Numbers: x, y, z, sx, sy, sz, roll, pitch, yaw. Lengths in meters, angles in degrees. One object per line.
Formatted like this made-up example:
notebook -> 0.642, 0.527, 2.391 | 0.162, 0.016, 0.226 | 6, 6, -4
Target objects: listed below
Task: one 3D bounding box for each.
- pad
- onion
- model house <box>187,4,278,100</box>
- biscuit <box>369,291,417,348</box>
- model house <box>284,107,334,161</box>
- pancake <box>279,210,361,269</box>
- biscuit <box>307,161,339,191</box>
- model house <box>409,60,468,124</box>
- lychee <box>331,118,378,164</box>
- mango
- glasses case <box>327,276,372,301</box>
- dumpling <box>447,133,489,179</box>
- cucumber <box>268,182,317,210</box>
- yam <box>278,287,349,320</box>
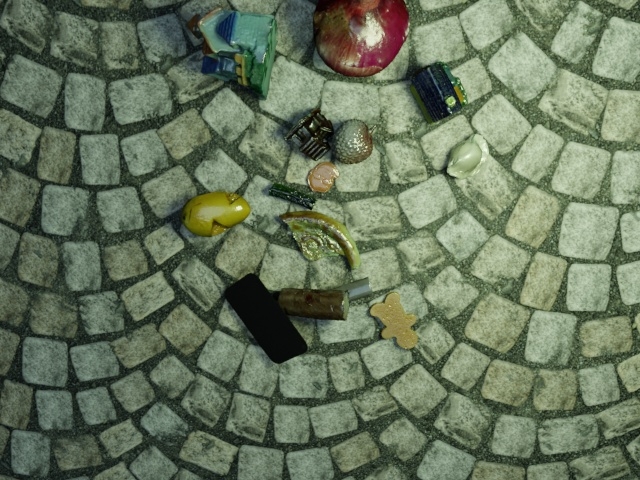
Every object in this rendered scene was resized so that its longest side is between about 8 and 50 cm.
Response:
pad -> -0.225, 0.314, 1.954 | 0.315, 0.063, 0.375 | -33, 93, 40
onion -> 0.141, -0.738, 1.624 | 0.348, 0.385, 0.348 | 0, 85, -5
model house -> -0.327, -0.671, 1.701 | 0.329, 0.295, 0.251 | 15, 96, -2
biscuit -> 0.306, 0.328, 1.968 | 0.158, 0.035, 0.240 | -30, 96, 10
model house -> -0.022, -0.389, 1.827 | 0.165, 0.106, 0.152 | -42, 93, 13
pancake -> 0.000, 0.000, 1.920 | 0.376, 0.054, 0.197 | 28, 101, -1
biscuit -> 0.009, -0.244, 1.895 | 0.102, 0.019, 0.130 | 44, 100, -3
model house -> 0.426, -0.534, 1.728 | 0.170, 0.211, 0.194 | -27, 96, 9
lychee -> 0.128, -0.365, 1.796 | 0.197, 0.165, 0.165 | -23, 98, 22
mango -> -0.403, -0.107, 1.888 | 0.262, 0.130, 0.167 | -19, 101, 1
glasses case -> 0.111, 0.208, 1.958 | 0.190, 0.042, 0.072 | -19, 90, 6
dumpling -> 0.547, -0.302, 1.819 | 0.188, 0.108, 0.127 | -48, 120, -4
cucumber -> -0.105, -0.171, 1.895 | 0.187, 0.058, 0.058 | 20, 100, -1
yam -> -0.020, 0.246, 1.897 | 0.280, 0.131, 0.131 | 0, 100, 23
